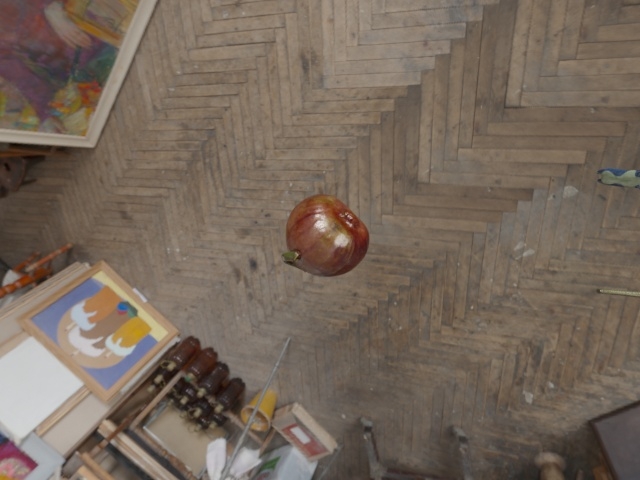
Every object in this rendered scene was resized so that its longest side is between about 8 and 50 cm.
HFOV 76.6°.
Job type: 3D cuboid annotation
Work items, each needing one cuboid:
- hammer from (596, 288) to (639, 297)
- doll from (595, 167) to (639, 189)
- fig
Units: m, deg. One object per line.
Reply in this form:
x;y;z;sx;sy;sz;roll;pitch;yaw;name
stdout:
0.641;0.107;0.789;0.182;0.062;0.017;5;79;12;hammer
0.566;-0.113;0.742;0.027;0.125;0.037;-19;108;-18;doll
0.001;-0.001;0.912;0.206;0.205;0.204;8;116;18;fig
